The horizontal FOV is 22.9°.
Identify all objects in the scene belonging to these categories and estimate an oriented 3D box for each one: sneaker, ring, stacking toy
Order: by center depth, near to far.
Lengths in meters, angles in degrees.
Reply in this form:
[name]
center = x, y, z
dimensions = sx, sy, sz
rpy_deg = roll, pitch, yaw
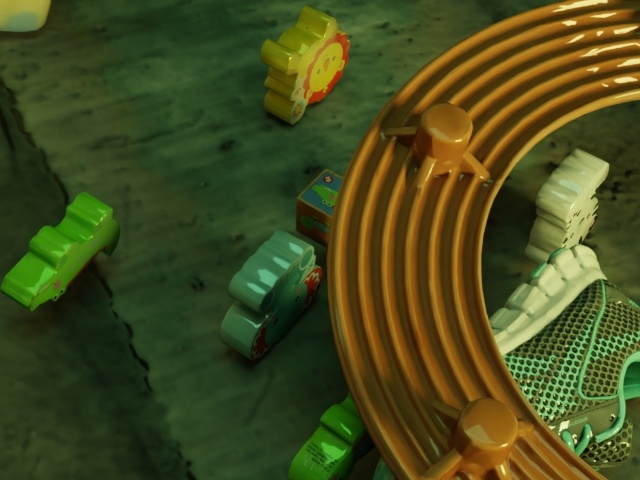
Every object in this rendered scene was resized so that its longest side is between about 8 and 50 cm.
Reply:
[ring]
center = 0.170, 0.018, 0.613
dimensions = 0.336, 0.032, 0.336
rpy_deg = 4, 53, -6
[sneaker]
center = 0.084, 0.069, 0.623
dimensions = 0.076, 0.065, 0.166
rpy_deg = 36, 56, 19
[stacking toy]
center = 0.000, 0.000, 0.684
dimensions = 0.167, 0.052, 0.221
rpy_deg = 31, 55, 22

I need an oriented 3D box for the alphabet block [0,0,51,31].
[alphabet block]
center = -0.213, -0.237, 0.749
dimensions = 0.192, 0.197, 0.193
rpy_deg = 0, 49, -19
